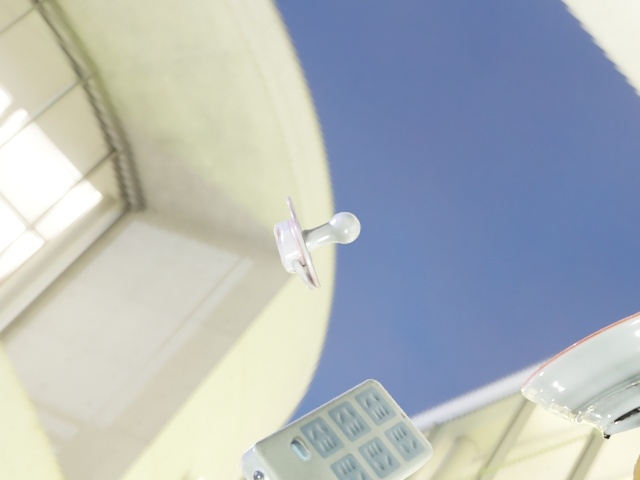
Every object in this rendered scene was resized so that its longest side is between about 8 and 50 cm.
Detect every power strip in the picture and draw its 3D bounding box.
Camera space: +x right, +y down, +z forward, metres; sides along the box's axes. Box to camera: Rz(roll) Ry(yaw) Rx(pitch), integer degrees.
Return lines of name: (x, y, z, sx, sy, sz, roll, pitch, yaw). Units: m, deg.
power strip: (0.019, 0.240, 1.592, 0.118, 0.270, 0.046, 53, -54, 12)

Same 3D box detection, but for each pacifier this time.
pacifier: (0.000, 0.000, 1.320, 0.078, 0.099, 0.081, -22, -53, 1)

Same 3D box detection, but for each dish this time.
dish: (0.347, 0.143, 1.518, 0.260, 0.260, 0.085, -46, -120, 48)

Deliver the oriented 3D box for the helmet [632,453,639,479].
helmet: (0.464, 0.305, 1.646, 0.224, 0.130, 0.198, -159, -113, -71)
